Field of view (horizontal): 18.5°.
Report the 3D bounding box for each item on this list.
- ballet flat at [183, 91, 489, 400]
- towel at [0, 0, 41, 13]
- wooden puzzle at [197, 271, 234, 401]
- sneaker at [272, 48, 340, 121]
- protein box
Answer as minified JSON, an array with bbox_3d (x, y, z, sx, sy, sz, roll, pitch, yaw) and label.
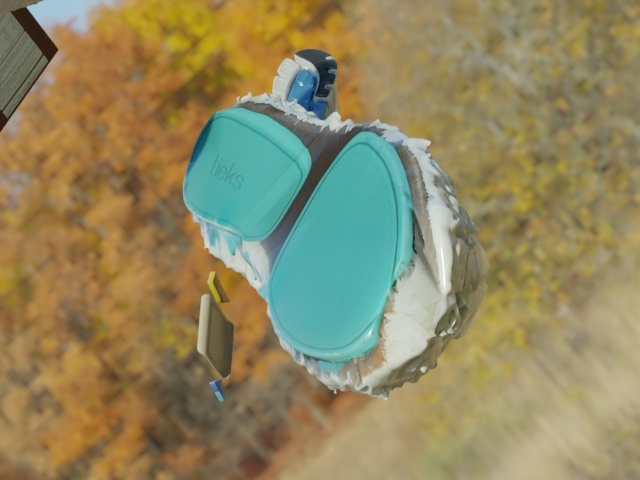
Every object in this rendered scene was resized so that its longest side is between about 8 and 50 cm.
[{"bbox_3d":[0.029,-0.002,1.189,0.147,0.147,0.409,-41,23,-1],"label":"ballet flat"},{"bbox_3d":[-0.267,-0.265,1.713,0.282,0.049,0.187,-18,-26,5],"label":"towel"},{"bbox_3d":[-0.108,0.098,2.003,0.014,0.116,0.078,-7,-36,18],"label":"wooden puzzle"},{"bbox_3d":[-0.021,-0.068,1.706,0.191,0.071,0.083,-66,-27,-27],"label":"sneaker"},{"bbox_3d":[-0.454,-0.250,2.280,0.136,0.199,0.201,-58,-37,-20],"label":"protein box"}]
